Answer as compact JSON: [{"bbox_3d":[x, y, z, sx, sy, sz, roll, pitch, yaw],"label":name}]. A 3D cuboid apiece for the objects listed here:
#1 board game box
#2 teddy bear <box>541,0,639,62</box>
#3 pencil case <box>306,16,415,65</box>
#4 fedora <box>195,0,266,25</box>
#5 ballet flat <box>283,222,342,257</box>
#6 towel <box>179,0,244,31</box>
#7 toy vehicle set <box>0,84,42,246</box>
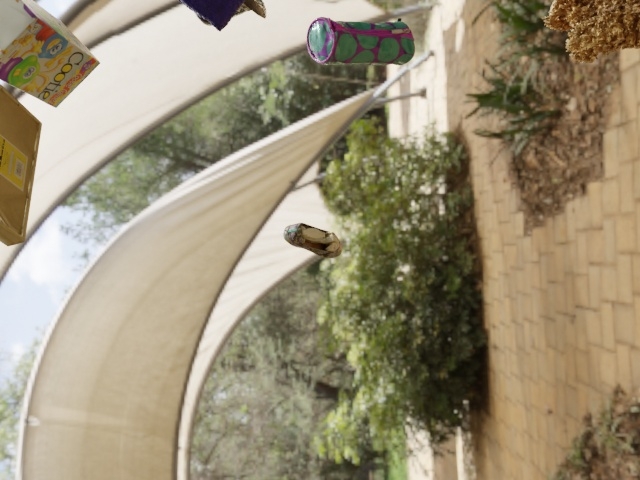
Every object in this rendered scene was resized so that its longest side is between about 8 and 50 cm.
[{"bbox_3d":[-0.583,-0.389,1.452,0.144,0.142,0.275,46,-178,7],"label":"board game box"},{"bbox_3d":[0.458,-0.313,1.017,0.338,0.245,0.113,25,135,54],"label":"teddy bear"},{"bbox_3d":[0.058,-0.276,1.019,0.070,0.152,0.064,-38,67,53],"label":"pencil case"},{"bbox_3d":[-0.287,-0.674,1.949,0.334,0.153,0.334,50,-167,-16],"label":"fedora"},{"bbox_3d":[0.000,0.000,1.044,0.114,0.041,0.041,16,-114,-42],"label":"ballet flat"},{"bbox_3d":[-0.152,-0.500,1.106,0.308,0.228,0.076,-52,30,15],"label":"towel"},{"bbox_3d":[-0.558,-0.143,1.261,0.166,0.035,0.266,56,-155,-56],"label":"toy vehicle set"}]
